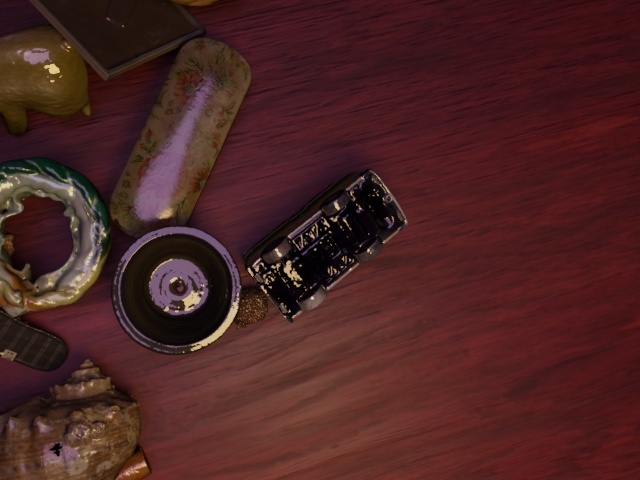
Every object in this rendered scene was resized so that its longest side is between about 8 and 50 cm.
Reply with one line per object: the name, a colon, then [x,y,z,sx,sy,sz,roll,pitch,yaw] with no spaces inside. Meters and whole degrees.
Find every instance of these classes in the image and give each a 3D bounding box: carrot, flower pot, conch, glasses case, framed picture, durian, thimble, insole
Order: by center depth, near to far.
conch: [-0.484,0.378,1.177,0.296,0.210,0.353,1,54,15]
insole: [-0.606,0.169,1.213,0.309,0.012,0.110,34,87,-36]
thimble: [-0.517,-0.004,1.226,0.254,0.167,0.289,11,83,-18]
carrot: [-0.434,0.469,1.269,0.225,0.067,0.067,-25,90,-11]
flower pot: [-0.272,0.093,1.278,0.235,0.148,0.236,0,88,-11]
framed picture: [-0.379,-0.433,1.281,0.213,0.016,0.289,46,45,-3]
glasses case: [-0.274,-0.197,1.323,0.156,0.098,0.426,25,83,-11]
durian: [-0.143,0.137,1.329,0.080,0.080,0.091,28,63,-6]

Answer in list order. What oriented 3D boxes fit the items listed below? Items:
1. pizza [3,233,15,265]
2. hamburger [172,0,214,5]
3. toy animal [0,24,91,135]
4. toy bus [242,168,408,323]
pizza: [-0.637,0.048,1.289,0.122,0.026,0.109,-24,93,-12]
hamburger: [-0.250,-0.583,1.319,0.244,0.163,0.245,7,73,-23]
toy animal: [-0.613,-0.296,1.236,0.362,0.180,0.181,-14,89,-11]
toy bus: [0.000,0.000,1.310,0.305,0.179,0.143,-40,107,-8]
